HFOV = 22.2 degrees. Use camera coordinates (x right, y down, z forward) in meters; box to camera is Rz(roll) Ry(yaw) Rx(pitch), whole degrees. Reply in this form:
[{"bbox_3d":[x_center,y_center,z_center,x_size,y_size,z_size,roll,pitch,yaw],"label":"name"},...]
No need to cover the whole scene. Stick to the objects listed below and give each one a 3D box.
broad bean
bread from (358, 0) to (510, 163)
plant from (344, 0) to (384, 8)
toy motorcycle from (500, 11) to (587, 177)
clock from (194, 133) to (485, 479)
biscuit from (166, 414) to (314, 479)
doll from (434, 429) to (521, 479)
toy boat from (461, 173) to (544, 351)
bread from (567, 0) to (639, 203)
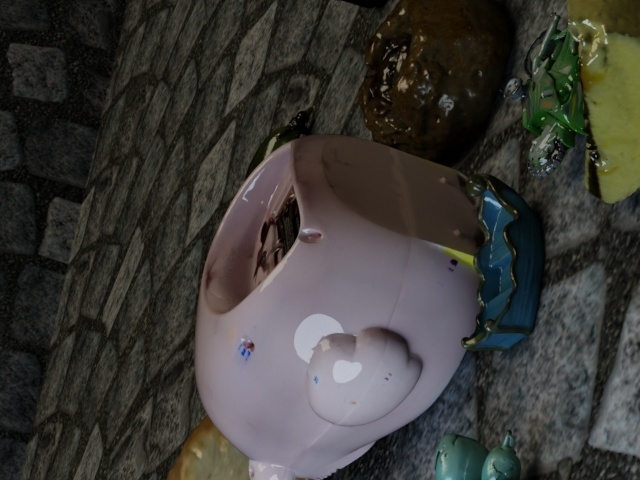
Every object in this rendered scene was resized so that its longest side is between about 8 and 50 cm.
[{"bbox_3d":[-0.099,-0.060,2.507,0.339,0.061,0.077,-66,31,12],"label":"broad bean"},{"bbox_3d":[0.128,-0.202,1.931,0.230,0.123,0.230,-51,26,38],"label":"bread"},{"bbox_3d":[0.010,-0.413,2.348,0.142,0.203,0.131,-60,28,13],"label":"plant"},{"bbox_3d":[0.243,-0.151,1.641,0.106,0.074,0.190,-38,34,41],"label":"toy motorcycle"},{"bbox_3d":[-0.007,0.078,1.815,0.376,0.250,0.368,-59,21,29],"label":"clock"},{"bbox_3d":[-0.082,0.301,2.002,0.309,0.040,0.204,22,96,51],"label":"biscuit"},{"bbox_3d":[0.143,0.247,1.529,0.159,0.059,0.158,127,153,-44],"label":"doll"},{"bbox_3d":[0.174,0.020,1.641,0.075,0.077,0.185,-40,35,58],"label":"toy boat"},{"bbox_3d":[0.261,-0.197,1.464,0.236,0.198,0.263,125,159,-56],"label":"bread"}]
